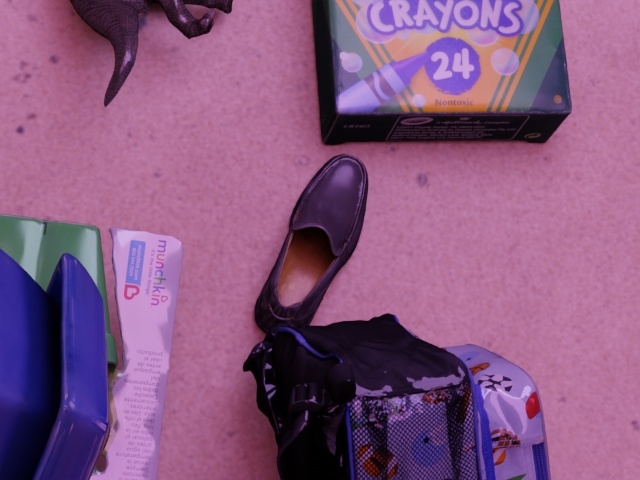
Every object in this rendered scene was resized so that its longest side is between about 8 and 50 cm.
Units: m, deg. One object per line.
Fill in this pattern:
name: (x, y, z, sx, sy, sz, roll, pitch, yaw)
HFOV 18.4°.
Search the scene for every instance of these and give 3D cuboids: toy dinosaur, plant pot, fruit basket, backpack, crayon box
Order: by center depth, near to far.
plant pot: (-0.263, 0.117, 1.284, 0.212, 0.236, 0.236, 17, 114, -16)
backpack: (0.057, 0.197, 1.479, 0.213, 0.276, 0.263, 0, 96, -9)
fruit basket: (-0.283, 0.151, 1.501, 0.327, 0.165, 0.353, 6, 88, -8)
toy dinosaur: (-0.147, -0.245, 1.660, 0.160, 0.121, 0.313, 16, 75, 8)
crayon box: (0.094, -0.248, 1.704, 0.203, 0.083, 0.323, -1, 73, -11)

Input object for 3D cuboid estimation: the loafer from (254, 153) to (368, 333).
loafer: (0.000, 0.000, 1.622, 0.062, 0.061, 0.170, 22, 70, -2)
